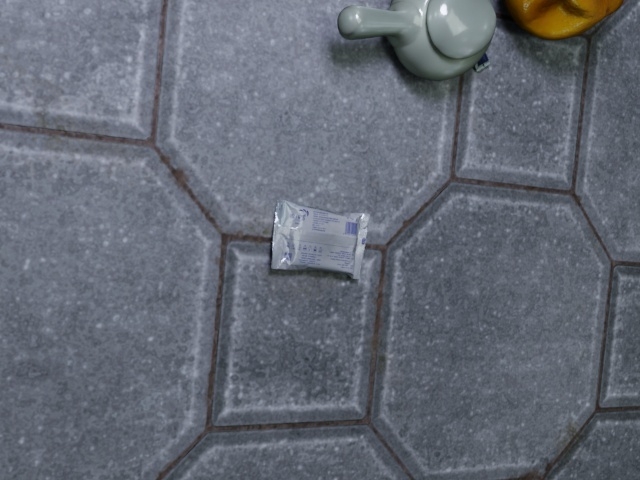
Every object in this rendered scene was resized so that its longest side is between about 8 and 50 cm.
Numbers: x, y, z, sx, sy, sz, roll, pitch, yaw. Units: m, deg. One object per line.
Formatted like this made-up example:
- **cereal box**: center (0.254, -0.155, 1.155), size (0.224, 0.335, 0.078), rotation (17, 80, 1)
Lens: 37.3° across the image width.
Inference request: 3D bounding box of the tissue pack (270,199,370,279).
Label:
- **tissue pack**: center (0.000, 0.000, 1.681), size (0.193, 0.026, 0.122), rotation (8, 90, -31)

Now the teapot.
- **teapot**: center (0.181, -0.370, 1.681), size (0.318, 0.149, 0.220), rotation (-36, 107, -20)

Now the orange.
- **orange**: center (0.453, -0.493, 1.816), size (0.249, 0.183, 0.249), rotation (14, 45, -14)

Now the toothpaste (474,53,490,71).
- **toothpaste**: center (0.289, -0.393, 1.819), size (0.037, 0.021, 0.139), rotation (-33, 112, -18)
